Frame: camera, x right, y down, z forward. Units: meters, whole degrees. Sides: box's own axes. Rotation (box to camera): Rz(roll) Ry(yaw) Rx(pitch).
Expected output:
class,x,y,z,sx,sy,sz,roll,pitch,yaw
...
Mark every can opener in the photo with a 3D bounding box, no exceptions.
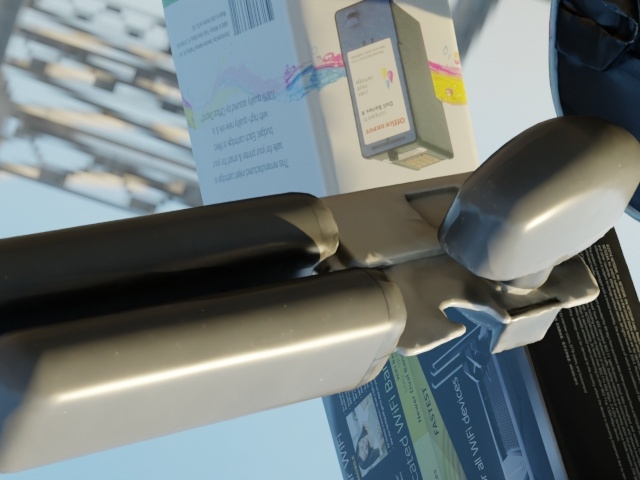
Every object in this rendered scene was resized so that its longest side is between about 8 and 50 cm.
class,x,y,z,sx,sy,sz,roll,pitch,yaw
can opener,0.000,0.000,0.639,0.283,0.095,0.076,-10,-132,-45

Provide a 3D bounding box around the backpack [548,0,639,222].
class,x,y,z,sx,sy,sz,roll,pitch,yaw
backpack,0.233,-0.090,0.849,0.254,0.225,0.191,22,-146,28

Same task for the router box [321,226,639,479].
class,x,y,z,sx,sy,sz,roll,pitch,yaw
router box,0.105,0.146,1.052,0.081,0.308,0.243,-5,158,-25

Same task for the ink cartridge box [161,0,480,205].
class,x,y,z,sx,sy,sz,roll,pitch,yaw
ink cartridge box,-0.004,-0.077,0.982,0.093,0.212,0.154,-10,180,-26
